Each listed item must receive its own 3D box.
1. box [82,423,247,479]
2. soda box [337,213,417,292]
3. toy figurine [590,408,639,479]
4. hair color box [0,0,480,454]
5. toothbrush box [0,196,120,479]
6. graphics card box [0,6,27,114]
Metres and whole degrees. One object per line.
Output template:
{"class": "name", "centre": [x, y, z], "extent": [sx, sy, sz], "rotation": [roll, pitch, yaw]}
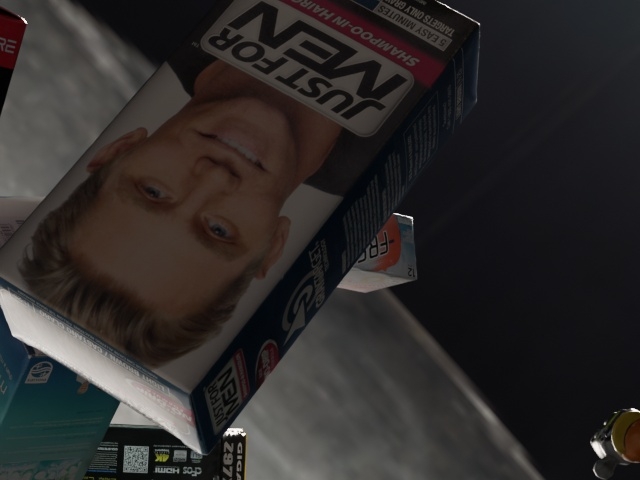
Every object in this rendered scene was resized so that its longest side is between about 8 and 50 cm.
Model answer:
{"class": "box", "centre": [-0.241, 0.315, 1.925], "extent": [0.079, 0.322, 0.257], "rotation": [15, 75, -71]}
{"class": "soda box", "centre": [0.000, 0.000, 1.555], "extent": [0.183, 0.063, 0.058], "rotation": [12, 69, -46]}
{"class": "toy figurine", "centre": [0.384, 0.261, 1.903], "extent": [0.148, 0.209, 0.213], "rotation": [143, -54, -84]}
{"class": "hair color box", "centre": [-0.051, -0.043, 1.303], "extent": [0.174, 0.347, 0.105], "rotation": [30, -24, 18]}
{"class": "toothbrush box", "centre": [-0.305, 0.135, 1.771], "extent": [0.126, 0.295, 0.216], "rotation": [-1, 44, -36]}
{"class": "graphics card box", "centre": [-0.357, -0.023, 1.400], "extent": [0.094, 0.371, 0.233], "rotation": [13, 7, -42]}
